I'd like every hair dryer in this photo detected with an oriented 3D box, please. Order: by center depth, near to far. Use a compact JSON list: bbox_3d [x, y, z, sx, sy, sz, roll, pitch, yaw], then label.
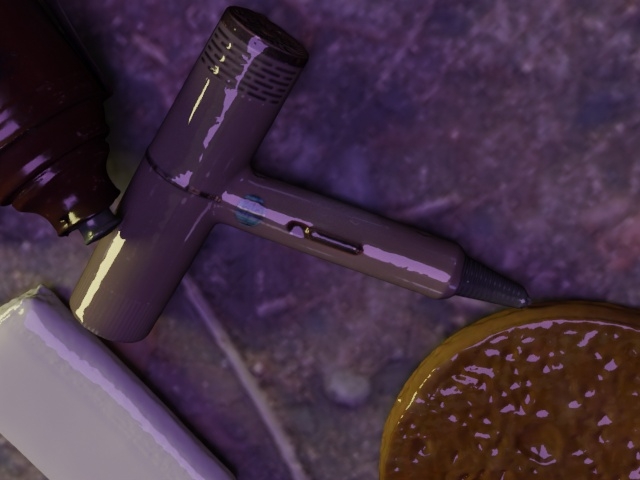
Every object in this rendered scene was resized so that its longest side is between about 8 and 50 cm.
[{"bbox_3d":[-0.004,0.011,0.539,0.220,0.053,0.195,31,111,-8],"label":"hair dryer"}]

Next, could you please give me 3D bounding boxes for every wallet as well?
[{"bbox_3d":[-0.143,0.115,0.597,0.190,0.033,0.095,45,107,-7],"label":"wallet"}]

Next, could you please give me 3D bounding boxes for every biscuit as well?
[{"bbox_3d":[0.123,0.107,0.551,0.221,0.029,0.142,-34,100,18],"label":"biscuit"}]

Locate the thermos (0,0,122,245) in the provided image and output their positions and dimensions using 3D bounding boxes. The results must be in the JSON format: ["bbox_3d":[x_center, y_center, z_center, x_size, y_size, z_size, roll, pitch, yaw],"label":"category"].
[{"bbox_3d":[-0.182,-0.095,0.500,0.099,0.124,0.232,-39,98,-23],"label":"thermos"}]
